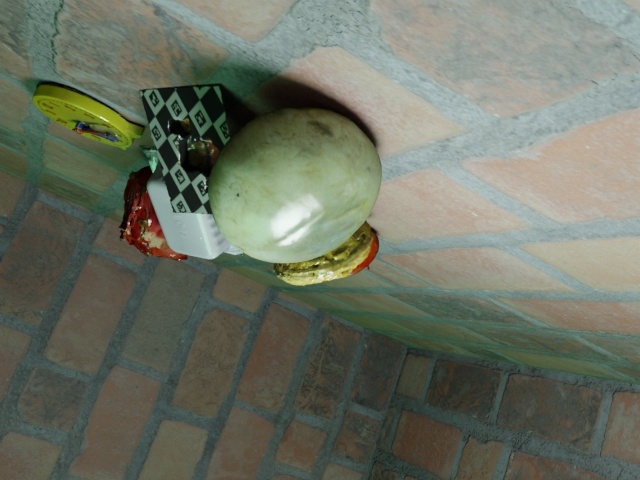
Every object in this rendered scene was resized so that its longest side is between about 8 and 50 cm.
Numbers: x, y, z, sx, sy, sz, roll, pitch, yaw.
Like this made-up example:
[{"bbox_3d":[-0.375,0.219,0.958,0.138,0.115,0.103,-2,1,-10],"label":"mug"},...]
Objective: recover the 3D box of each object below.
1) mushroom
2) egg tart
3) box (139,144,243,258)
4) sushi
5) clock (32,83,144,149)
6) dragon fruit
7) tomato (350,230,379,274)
[{"bbox_3d":[-0.047,-0.114,1.223,0.352,0.352,0.260,41,-161,-57],"label":"mushroom"},{"bbox_3d":[0.000,0.000,1.652,0.293,0.294,0.123,8,127,43],"label":"egg tart"},{"bbox_3d":[-0.346,-0.077,1.637,0.264,0.106,0.337,10,131,25],"label":"box"},{"bbox_3d":[-0.267,-0.202,1.385,0.292,0.294,0.059,7,-155,42],"label":"sushi"},{"bbox_3d":[-0.642,-0.322,1.692,0.293,0.071,0.277,25,166,-19],"label":"clock"},{"bbox_3d":[-0.474,-0.084,1.917,0.295,0.296,0.301,6,162,47],"label":"dragon fruit"},{"bbox_3d":[0.083,0.023,1.827,0.167,0.167,0.167,19,167,5],"label":"tomato"}]
